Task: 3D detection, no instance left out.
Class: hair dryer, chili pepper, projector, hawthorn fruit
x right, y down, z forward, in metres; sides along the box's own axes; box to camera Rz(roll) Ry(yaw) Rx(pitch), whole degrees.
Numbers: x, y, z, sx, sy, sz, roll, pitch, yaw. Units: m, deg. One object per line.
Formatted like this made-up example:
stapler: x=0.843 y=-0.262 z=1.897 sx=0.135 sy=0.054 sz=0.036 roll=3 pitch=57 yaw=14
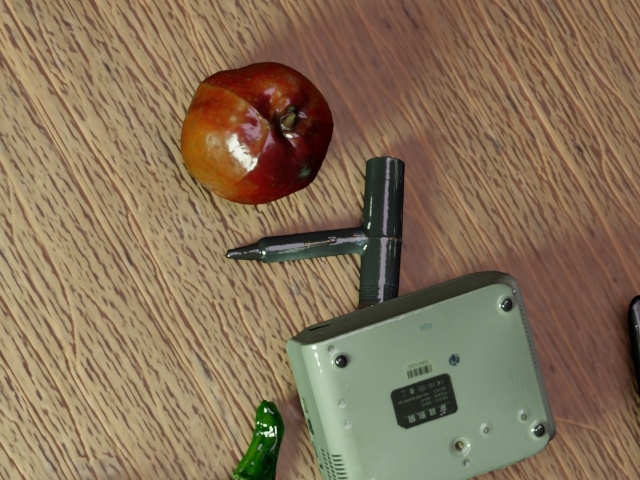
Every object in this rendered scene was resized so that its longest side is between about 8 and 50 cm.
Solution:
hair dryer: x=-0.004 y=-0.015 z=2.037 sx=0.195 sy=0.050 sz=0.173 roll=7 pitch=76 yaw=-9
chili pepper: x=-0.093 y=0.255 z=1.957 sx=0.073 sy=0.050 sz=0.182 roll=43 pitch=70 yaw=4
projector: x=0.111 y=0.163 z=1.973 sx=0.250 sy=0.108 sz=0.198 roll=-17 pitch=99 yaw=-17
hawthorn fruit: x=-0.060 y=-0.118 z=1.965 sx=0.157 sy=0.194 sz=0.157 roll=3 pitch=82 yaw=-24

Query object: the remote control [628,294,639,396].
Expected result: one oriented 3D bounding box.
remote control: x=0.440 y=0.251 z=2.080 sx=0.145 sy=0.062 sz=0.398 roll=-7 pitch=79 yaw=-16
